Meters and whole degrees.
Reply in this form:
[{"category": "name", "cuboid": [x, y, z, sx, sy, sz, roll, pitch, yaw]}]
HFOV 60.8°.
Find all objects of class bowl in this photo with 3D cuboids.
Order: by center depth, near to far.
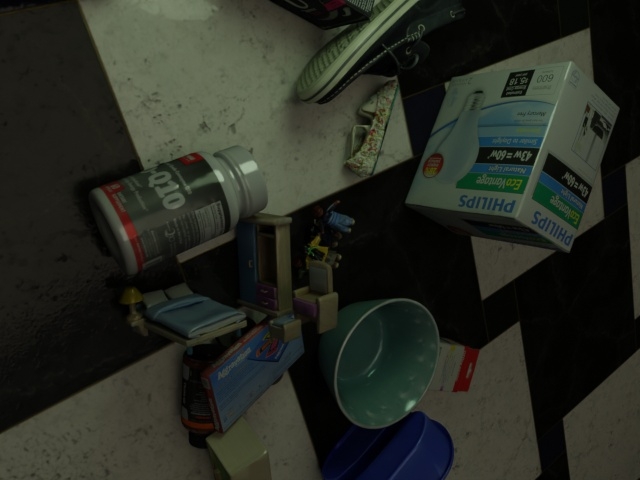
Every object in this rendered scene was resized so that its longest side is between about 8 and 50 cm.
[{"category": "bowl", "cuboid": [0.118, 0.269, 1.306, 0.312, 0.163, 0.311, -7, 103, -32]}]

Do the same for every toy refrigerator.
[{"category": "toy refrigerator", "cuboid": [-0.166, 0.497, 1.139, 0.094, 0.102, 0.269, -27, 138, -28]}]

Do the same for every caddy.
[{"category": "caddy", "cuboid": [0.174, 0.562, 1.357, 0.341, 0.241, 0.179, -43, 115, -19]}]

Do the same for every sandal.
[{"category": "sandal", "cuboid": [-0.143, 0.245, 1.188, 0.090, 0.060, 0.219, -42, 119, -20]}]

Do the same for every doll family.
[{"category": "doll family", "cuboid": [0.000, 0.000, 1.232, 0.111, 0.076, 0.192, 23, 82, -30]}]

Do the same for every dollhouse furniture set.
[{"category": "dollhouse furniture set", "cuboid": [-0.175, 0.074, 0.996, 0.303, 0.286, 0.198, -14, 107, -43]}]

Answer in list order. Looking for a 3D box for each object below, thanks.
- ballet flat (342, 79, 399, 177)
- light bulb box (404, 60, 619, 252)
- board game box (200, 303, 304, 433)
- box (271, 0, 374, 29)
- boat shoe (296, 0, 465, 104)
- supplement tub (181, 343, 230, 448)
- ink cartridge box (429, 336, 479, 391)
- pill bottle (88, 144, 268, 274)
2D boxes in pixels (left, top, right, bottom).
[{"category": "ballet flat", "cuboid": [0.114, -0.264, 1.249, 0.077, 0.091, 0.240, 17, 86, -13]}, {"category": "light bulb box", "cuboid": [0.446, -0.195, 1.313, 0.225, 0.358, 0.361, 23, 85, -33]}, {"category": "board game box", "cuboid": [-0.130, 0.250, 1.132, 0.281, 0.027, 0.145, -37, 130, -47]}, {"category": "box", "cuboid": [-0.033, -0.533, 1.041, 0.270, 0.165, 0.143, 15, 91, -34]}, {"category": "boat shoe", "cuboid": [0.150, -0.428, 1.178, 0.500, 0.187, 0.156, -45, 114, -24]}, {"category": "supplement tub", "cuboid": [-0.232, 0.319, 1.117, 0.106, 0.106, 0.197, -2, 101, -33]}, {"category": "ink cartridge box", "cuboid": [0.325, 0.340, 1.509, 0.231, 0.078, 0.134, 15, 92, -35]}, {"category": "pill bottle", "cuboid": [-0.251, -0.066, 0.993, 0.283, 0.161, 0.161, -27, 113, -27]}]
